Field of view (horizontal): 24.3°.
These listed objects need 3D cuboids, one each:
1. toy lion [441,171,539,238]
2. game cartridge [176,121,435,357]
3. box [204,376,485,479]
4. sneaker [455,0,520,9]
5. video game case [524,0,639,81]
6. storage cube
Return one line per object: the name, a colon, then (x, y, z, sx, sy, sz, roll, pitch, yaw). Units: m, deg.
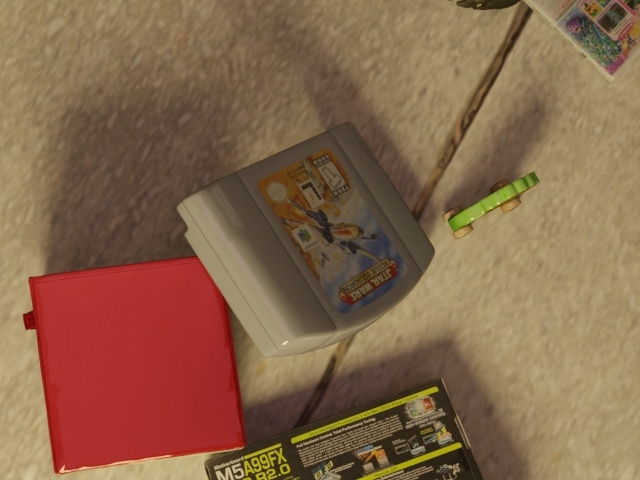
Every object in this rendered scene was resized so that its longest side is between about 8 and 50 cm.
toy lion: (0.186, -0.042, 1.596, 0.100, 0.096, 0.034, -29, 87, -7)
game cartridge: (0.000, 0.000, 1.502, 0.062, 0.297, 0.198, -40, 84, 36)
box: (0.041, 0.287, 1.534, 0.270, 0.060, 0.216, -19, 69, -8)
sneaker: (0.140, -0.404, 1.612, 0.147, 0.130, 0.330, -39, 105, -29)
video game case: (0.329, -0.282, 1.678, 0.143, 0.019, 0.157, 43, 81, 0)
storage cube: (-0.184, 0.125, 1.498, 0.215, 0.183, 0.193, -8, 85, -7)
